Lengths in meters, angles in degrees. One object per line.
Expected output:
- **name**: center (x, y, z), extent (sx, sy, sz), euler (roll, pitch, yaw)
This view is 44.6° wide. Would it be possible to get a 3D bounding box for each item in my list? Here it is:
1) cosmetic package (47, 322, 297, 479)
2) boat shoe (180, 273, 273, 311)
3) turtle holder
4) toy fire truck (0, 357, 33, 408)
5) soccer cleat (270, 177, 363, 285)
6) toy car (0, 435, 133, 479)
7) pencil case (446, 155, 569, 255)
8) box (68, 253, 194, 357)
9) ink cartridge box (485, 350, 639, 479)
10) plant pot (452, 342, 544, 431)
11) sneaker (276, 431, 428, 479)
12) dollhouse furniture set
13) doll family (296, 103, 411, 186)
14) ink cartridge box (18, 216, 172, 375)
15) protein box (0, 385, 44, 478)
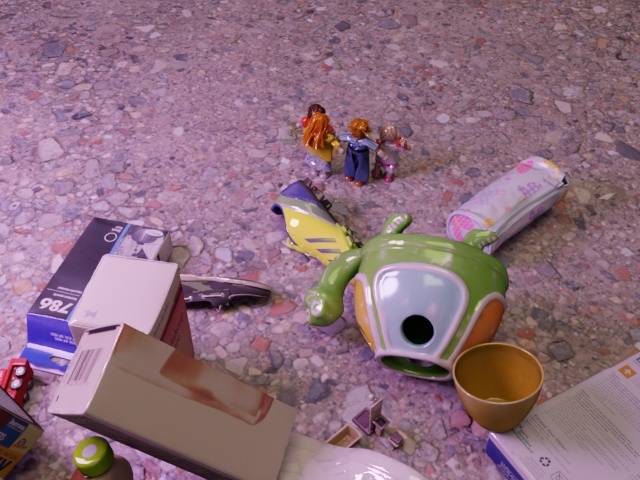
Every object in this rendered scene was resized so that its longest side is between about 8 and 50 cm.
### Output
- **cosmetic package**: center (-0.199, 0.236, 1.085), extent (0.153, 0.296, 0.129), euler (-15, 48, 51)
- **boat shoe**: center (-0.192, 0.099, 1.443), extent (0.206, 0.075, 0.065), euler (5, 87, -4)
- **turtle holder**: center (0.148, 0.097, 1.309), extent (0.320, 0.243, 0.228), euler (18, 68, -7)
- **toy fire truck**: center (-0.549, 0.241, 1.283), extent (0.135, 0.047, 0.192), euler (0, 47, 2)
- **soccer cleat**: center (0.000, 0.000, 1.532), extent (0.121, 0.093, 0.289), euler (-39, 56, 4)
- **toy car**: center (-0.373, 0.365, 1.103), extent (0.188, 0.155, 0.149), euler (2, 43, 19)
- **pencil case**: center (0.378, -0.065, 1.567), extent (0.273, 0.114, 0.124), euler (-32, 31, -28)
- **box**: center (-0.290, 0.158, 1.242), extent (0.126, 0.232, 0.149), euler (7, 45, 7)
- **ink cartridge box**: center (0.478, 0.354, 1.176), extent (0.330, 0.071, 0.324), euler (-20, 46, -21)
- **plant pot**: center (0.271, 0.236, 1.195), extent (0.134, 0.095, 0.134), euler (-5, 32, 3)
- **sneaker**: center (0.014, 0.375, 1.081), extent (0.292, 0.108, 0.169), euler (-1, 39, 43)
- **dollhouse furniture set**: center (0.066, 0.299, 1.215), extent (0.114, 0.081, 0.091), euler (-32, 54, -29)
- **doll family**: center (0.053, -0.199, 1.660), extent (0.262, 0.163, 0.118), euler (17, 47, 15)
- **ink cartridge box**: center (-0.409, 0.097, 1.424), extent (0.165, 0.065, 0.333), euler (11, 46, 8)
- **protein box**: center (-0.562, 0.280, 1.141), extent (0.201, 0.136, 0.200), euler (33, 74, 28)
